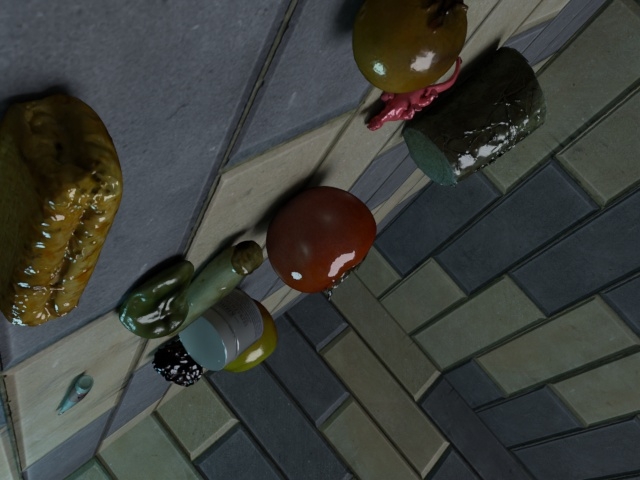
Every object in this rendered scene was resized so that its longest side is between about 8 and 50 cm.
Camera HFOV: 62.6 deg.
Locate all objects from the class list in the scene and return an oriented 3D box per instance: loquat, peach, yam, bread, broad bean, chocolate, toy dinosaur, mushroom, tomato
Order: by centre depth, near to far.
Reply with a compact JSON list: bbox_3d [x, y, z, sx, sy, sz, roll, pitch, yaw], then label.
[{"bbox_3d":[-0.232,-0.018,0.451,0.083,0.113,0.211,-10,153,-42],"label":"bread"},{"bbox_3d":[0.107,-0.251,0.645,0.141,0.141,0.141,-40,172,-7],"label":"loquat"},{"bbox_3d":[-0.303,0.109,0.989,0.153,0.072,0.206,-38,160,-34],"label":"broad bean"},{"bbox_3d":[0.179,-0.286,1.094,0.286,0.070,0.139,-39,-177,-32],"label":"toy dinosaur"},{"bbox_3d":[-0.246,0.104,1.154,0.312,0.081,0.100,-40,170,25],"label":"mushroom"},{"bbox_3d":[0.000,0.000,1.186,0.256,0.224,0.256,-43,175,-5],"label":"tomato"},{"bbox_3d":[0.404,-0.313,1.370,0.348,0.241,0.241,-38,172,0],"label":"yam"},{"bbox_3d":[-0.430,0.348,1.525,0.156,0.156,0.133,-43,147,18],"label":"chocolate"},{"bbox_3d":[-0.249,0.282,1.597,0.231,0.231,0.231,-40,172,-7],"label":"peach"}]

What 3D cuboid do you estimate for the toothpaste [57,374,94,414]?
[{"bbox_3d":[-0.562,0.358,1.212,0.056,0.036,0.205,-35,174,-45],"label":"toothpaste"}]

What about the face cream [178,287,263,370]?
[{"bbox_3d":[-0.260,0.228,1.385,0.153,0.177,0.177,-35,171,-47],"label":"face cream"}]
